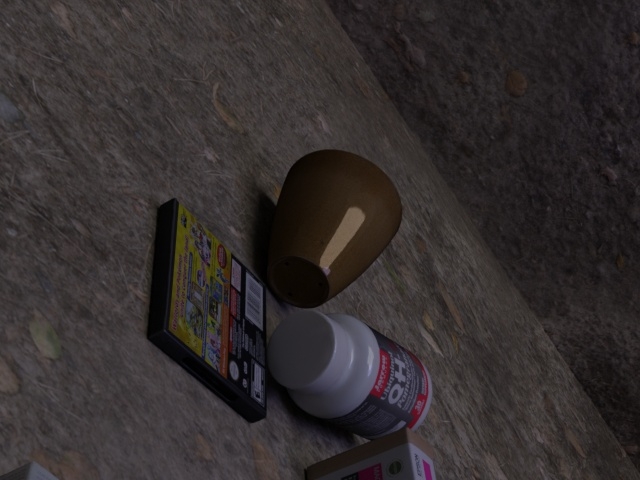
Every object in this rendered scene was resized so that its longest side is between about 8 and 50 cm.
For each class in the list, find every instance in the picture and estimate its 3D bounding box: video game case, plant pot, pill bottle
[{"bbox_3d":[-0.165,0.105,1.639,0.248,0.035,0.275,47,26,-37],"label":"video game case"},{"bbox_3d":[0.000,0.000,1.946,0.237,0.237,0.254,55,37,-21],"label":"plant pot"},{"bbox_3d":[0.047,0.225,1.802,0.318,0.176,0.176,35,35,-52],"label":"pill bottle"}]

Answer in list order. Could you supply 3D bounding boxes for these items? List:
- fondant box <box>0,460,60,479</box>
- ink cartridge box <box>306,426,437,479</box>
[{"bbox_3d":[-0.246,0.409,0.989,0.238,0.096,0.330,49,26,-34],"label":"fondant box"},{"bbox_3d":[0.086,0.427,1.625,0.088,0.193,0.235,45,26,-40],"label":"ink cartridge box"}]
